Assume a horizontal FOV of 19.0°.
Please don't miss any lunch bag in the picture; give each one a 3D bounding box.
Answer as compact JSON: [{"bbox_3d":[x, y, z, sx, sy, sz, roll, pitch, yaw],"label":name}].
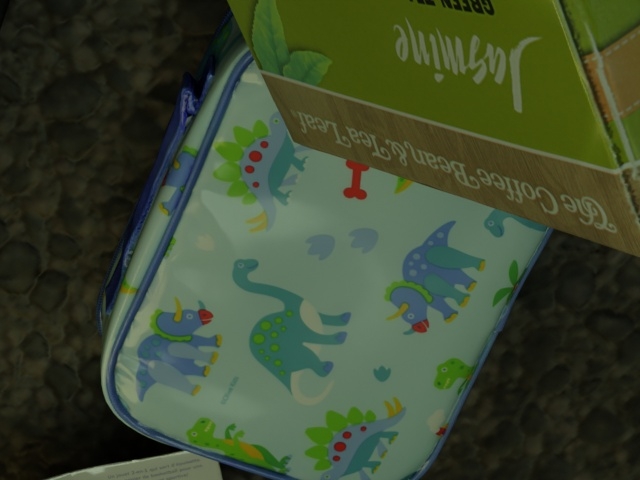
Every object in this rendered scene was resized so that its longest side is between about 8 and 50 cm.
[{"bbox_3d":[0.000,0.000,0.869,0.176,0.090,0.219,18,113,-15],"label":"lunch bag"}]

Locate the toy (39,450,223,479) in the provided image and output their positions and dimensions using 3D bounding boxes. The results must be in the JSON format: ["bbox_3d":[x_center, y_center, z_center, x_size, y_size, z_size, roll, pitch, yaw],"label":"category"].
[{"bbox_3d":[-0.103,0.195,0.977,0.137,0.056,0.237,-12,122,-4],"label":"toy"}]

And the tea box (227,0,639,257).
[{"bbox_3d":[0.107,-0.227,0.628,0.329,0.220,0.323,-37,120,-20],"label":"tea box"}]

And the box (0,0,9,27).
[{"bbox_3d":[-0.172,-0.091,0.718,0.077,0.242,0.307,21,112,-3],"label":"box"}]
